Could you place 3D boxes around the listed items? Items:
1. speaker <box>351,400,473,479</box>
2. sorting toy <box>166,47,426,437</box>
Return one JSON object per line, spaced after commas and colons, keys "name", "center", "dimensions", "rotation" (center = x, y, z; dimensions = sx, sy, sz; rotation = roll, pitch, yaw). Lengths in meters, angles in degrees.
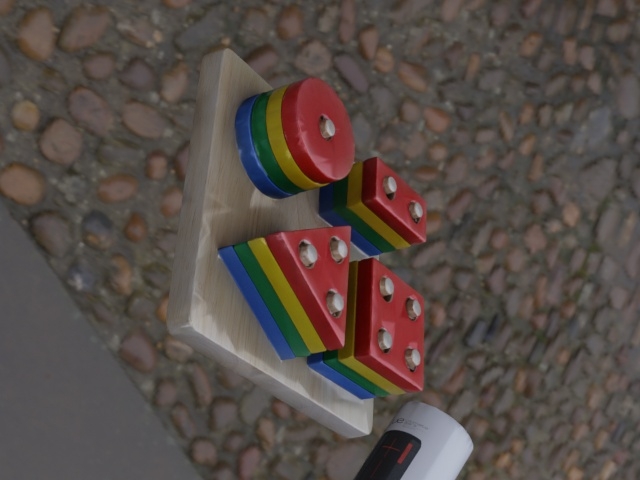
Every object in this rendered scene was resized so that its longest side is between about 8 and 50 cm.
{"name": "speaker", "center": [0.039, 0.165, 0.713], "dimensions": [0.136, 0.055, 0.055], "rotation": [-52, 136, -29]}
{"name": "sorting toy", "center": [0.000, 0.000, 0.975], "dimensions": [0.255, 0.089, 0.257], "rotation": [38, 46, -46]}
